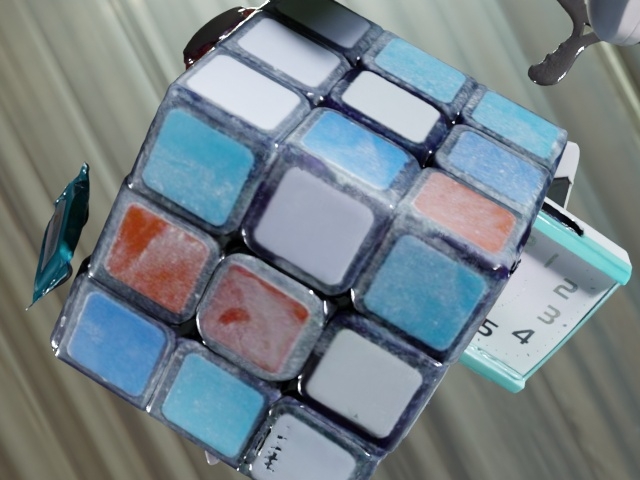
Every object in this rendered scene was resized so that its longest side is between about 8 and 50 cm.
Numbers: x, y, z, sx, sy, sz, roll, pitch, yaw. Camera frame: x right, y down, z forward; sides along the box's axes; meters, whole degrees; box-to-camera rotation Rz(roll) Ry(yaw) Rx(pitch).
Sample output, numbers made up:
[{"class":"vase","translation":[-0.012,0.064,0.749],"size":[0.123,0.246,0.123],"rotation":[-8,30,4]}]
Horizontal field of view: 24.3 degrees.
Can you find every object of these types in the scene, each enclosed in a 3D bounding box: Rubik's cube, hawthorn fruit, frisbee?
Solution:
[{"class":"Rubik's cube","translation":[0.000,0.000,1.471],"size":[0.359,0.363,0.362],"rotation":[-60,-7,33]},{"class":"hawthorn fruit","translation":[-0.092,-0.217,2.162],"size":[0.215,0.250,0.215],"rotation":[-8,31,5]},{"class":"frisbee","translation":[0.380,-0.316,2.166],"size":[0.211,0.187,0.012],"rotation":[-24,-35,2]}]

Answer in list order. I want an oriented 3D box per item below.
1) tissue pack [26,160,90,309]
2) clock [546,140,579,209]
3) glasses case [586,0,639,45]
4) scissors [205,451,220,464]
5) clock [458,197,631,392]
[{"class":"tissue pack","translation":[-0.250,-0.003,1.446],"size":[0.085,0.028,0.138],"rotation":[-41,30,43]},{"class":"clock","translation":[0.167,-0.064,2.006],"size":[0.309,0.235,0.166],"rotation":[23,18,32]},{"class":"glasses case","translation":[0.343,-0.320,1.447],"size":[0.075,0.113,0.297],"rotation":[11,-46,-16]},{"class":"scissors","translation":[-0.133,0.209,2.062],"size":[0.024,0.160,0.317],"rotation":[-29,8,16]},{"class":"clock","translation":[0.195,0.023,1.759],"size":[0.231,0.262,0.116],"rotation":[-51,15,31]}]
